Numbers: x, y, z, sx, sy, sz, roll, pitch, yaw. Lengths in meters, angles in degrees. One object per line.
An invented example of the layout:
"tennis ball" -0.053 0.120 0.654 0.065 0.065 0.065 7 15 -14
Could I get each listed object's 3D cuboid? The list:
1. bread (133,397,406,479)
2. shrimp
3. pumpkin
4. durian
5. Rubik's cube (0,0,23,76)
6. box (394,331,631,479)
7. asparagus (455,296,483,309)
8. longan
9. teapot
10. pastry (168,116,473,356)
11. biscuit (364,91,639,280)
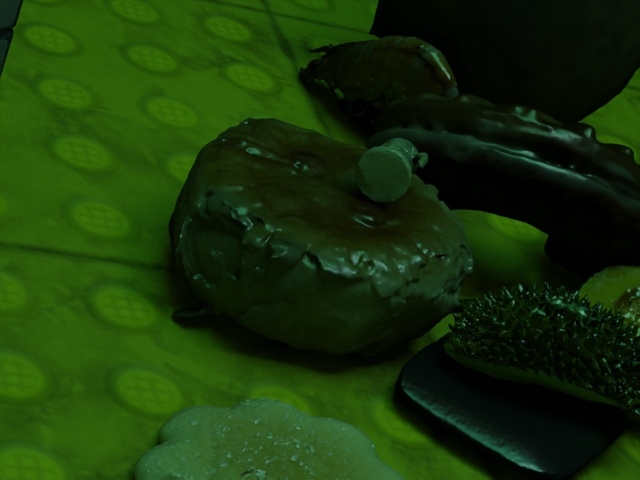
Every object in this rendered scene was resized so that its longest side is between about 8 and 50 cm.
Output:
"bread" -0.045 0.196 1.584 0.250 0.039 0.182 -3 37 -37
"shrimp" 0.072 -0.174 2.228 0.063 0.152 0.287 -25 19 -32
"pumpkin" 0.370 0.116 1.935 0.217 0.110 0.217 2 39 -1
"durian" 0.240 0.092 1.789 0.220 0.095 0.137 22 48 -1
"Rubik's cube" -0.507 -0.257 1.717 0.337 0.344 0.344 36 31 22
"box" 0.191 0.160 1.806 0.201 0.042 0.212 33 31 19
"asparagus" 0.117 0.068 1.938 0.162 0.016 0.016 0 13 -32
"longan" 0.241 -0.320 2.309 0.391 0.391 0.391 17 29 -10
"teapot" 0.074 -0.076 1.827 0.067 0.057 0.083 -8 15 16
"pastry" 0.000 0.000 1.845 0.329 0.136 0.330 16 28 -9
"biscuit" 0.223 -0.061 2.021 0.366 0.115 0.268 17 -13 2
